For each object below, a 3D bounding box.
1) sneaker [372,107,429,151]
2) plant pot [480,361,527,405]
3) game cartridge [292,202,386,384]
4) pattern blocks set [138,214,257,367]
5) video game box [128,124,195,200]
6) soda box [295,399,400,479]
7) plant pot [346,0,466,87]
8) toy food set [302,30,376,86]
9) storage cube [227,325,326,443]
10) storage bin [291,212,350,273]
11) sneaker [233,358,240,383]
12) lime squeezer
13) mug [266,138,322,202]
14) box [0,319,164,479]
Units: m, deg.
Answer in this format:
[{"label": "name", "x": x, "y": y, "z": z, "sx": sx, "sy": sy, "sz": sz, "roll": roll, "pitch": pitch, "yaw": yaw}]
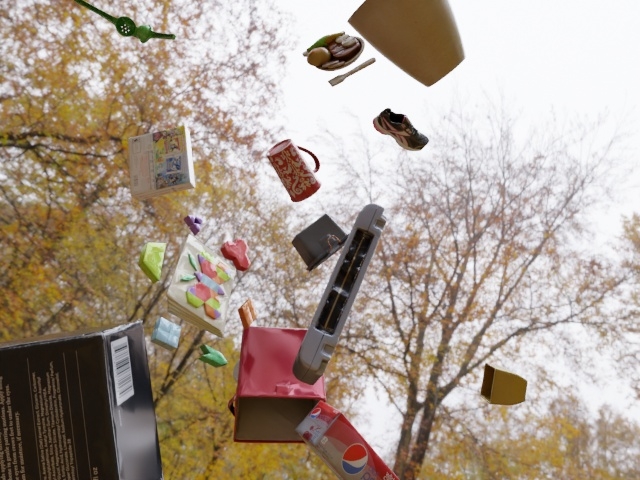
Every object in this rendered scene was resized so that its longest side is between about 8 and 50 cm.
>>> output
[{"label": "sneaker", "x": 0.242, "y": -0.324, "z": 1.419, "sx": 0.178, "sy": 0.072, "sz": 0.077, "roll": 22, "pitch": -28, "yaw": -12}, {"label": "plant pot", "x": 0.423, "y": 0.333, "z": 1.118, "sx": 0.083, "sy": 0.081, "sz": 0.081, "roll": 11, "pitch": -4, "yaw": 3}, {"label": "game cartridge", "x": 0.030, "y": 0.097, "z": 0.843, "sx": 0.060, "sy": 0.294, "sz": 0.196, "roll": 22, "pitch": -24, "yaw": 7}, {"label": "pattern blocks set", "x": -0.232, "y": 0.088, "z": 0.979, "sx": 0.026, "sy": 0.325, "sz": 0.285, "roll": -30, "pitch": -40, "yaw": 28}, {"label": "video game box", "x": -0.483, "y": -0.236, "z": 1.483, "sx": 0.187, "sy": 0.205, "sz": 0.048, "roll": -13, "pitch": -20, "yaw": 6}, {"label": "soda box", "x": 0.069, "y": 0.451, "z": 0.991, "sx": 0.263, "sy": 0.083, "sz": 0.092, "roll": 53, "pitch": -23, "yaw": -18}, {"label": "plant pot", "x": 0.255, "y": -0.556, "z": 1.290, "sx": 0.274, "sy": 0.256, "sz": 0.256, "roll": 49, "pitch": -43, "yaw": -12}, {"label": "toy food set", "x": 0.034, "y": -0.419, "z": 1.079, "sx": 0.132, "sy": 0.192, "sz": 0.038, "roll": -30, "pitch": -44, "yaw": -1}, {"label": "storage cube", "x": -0.098, "y": 0.329, "z": 1.121, "sx": 0.215, "sy": 0.193, "sz": 0.184, "roll": 4, "pitch": -52, "yaw": -7}, {"label": "storage bin", "x": 0.000, "y": 0.000, "z": 1.187, "sx": 0.091, "sy": 0.135, "sz": 0.098, "roll": 50, "pitch": -25, "yaw": 4}, {"label": "sneaker", "x": -0.134, "y": 0.428, "z": 1.353, "sx": 0.151, "sy": 0.094, "sz": 0.256, "roll": 30, "pitch": 8, "yaw": -35}, {"label": "lime squeezer", "x": -0.532, "y": -0.614, "z": 1.391, "sx": 0.310, "sy": 0.059, "sz": 0.110, "roll": 23, "pitch": -16, "yaw": 5}, {"label": "mug", "x": -0.082, "y": -0.227, "z": 1.504, "sx": 0.113, "sy": 0.150, "sz": 0.169, "roll": -19, "pitch": -58, "yaw": 26}, {"label": "box", "x": -0.222, "y": 0.207, "z": 0.371, "sx": 0.184, "sy": 0.261, "sz": 0.103, "roll": -8, "pitch": -3, "yaw": -5}]
